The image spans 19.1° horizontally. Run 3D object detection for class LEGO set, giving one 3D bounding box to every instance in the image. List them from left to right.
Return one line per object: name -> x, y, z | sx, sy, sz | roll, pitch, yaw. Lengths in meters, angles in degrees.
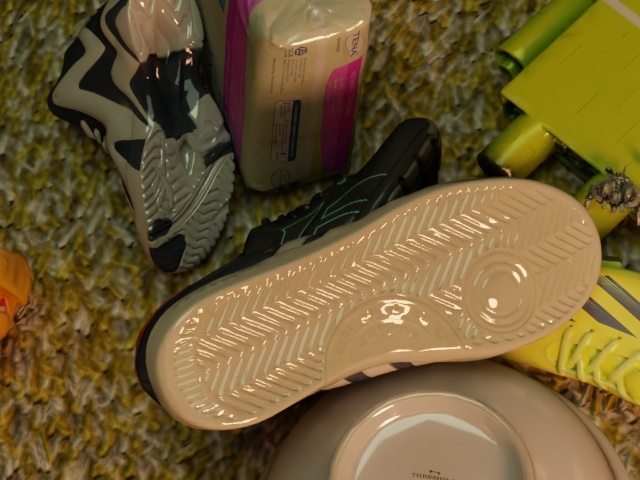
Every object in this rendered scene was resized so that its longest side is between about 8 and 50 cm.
LEGO set -> 0.238, -0.043, 1.455 | 0.083, 0.023, 0.054 | -41, 64, -10

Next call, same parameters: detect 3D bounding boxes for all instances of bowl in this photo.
bowl -> 0.081, 0.195, 1.342 | 0.297, 0.134, 0.298 | -3, 61, 6

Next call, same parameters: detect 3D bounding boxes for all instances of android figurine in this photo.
android figurine -> 0.263, -0.117, 1.530 | 0.273, 0.056, 0.248 | -44, 64, -13

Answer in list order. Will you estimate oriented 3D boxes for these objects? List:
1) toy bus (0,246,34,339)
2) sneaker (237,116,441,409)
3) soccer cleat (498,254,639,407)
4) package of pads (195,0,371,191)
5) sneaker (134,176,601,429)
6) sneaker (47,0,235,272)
toy bus -> -0.350, 0.084, 1.463 | 0.220, 0.149, 0.211 | 6, 76, 8
sneaker -> 0.000, 0.000, 1.477 | 0.106, 0.101, 0.267 | 27, 68, 22
soccer cleat -> 0.246, 0.089, 1.395 | 0.289, 0.093, 0.121 | 9, 52, 10
package of pads -> -0.052, -0.212, 1.527 | 0.101, 0.229, 0.296 | -14, 62, -12
sneaker -> 0.027, 0.038, 1.353 | 0.350, 0.148, 0.131 | -14, 94, -20
sneaker -> -0.154, -0.089, 1.561 | 0.094, 0.153, 0.235 | -16, 97, -33
